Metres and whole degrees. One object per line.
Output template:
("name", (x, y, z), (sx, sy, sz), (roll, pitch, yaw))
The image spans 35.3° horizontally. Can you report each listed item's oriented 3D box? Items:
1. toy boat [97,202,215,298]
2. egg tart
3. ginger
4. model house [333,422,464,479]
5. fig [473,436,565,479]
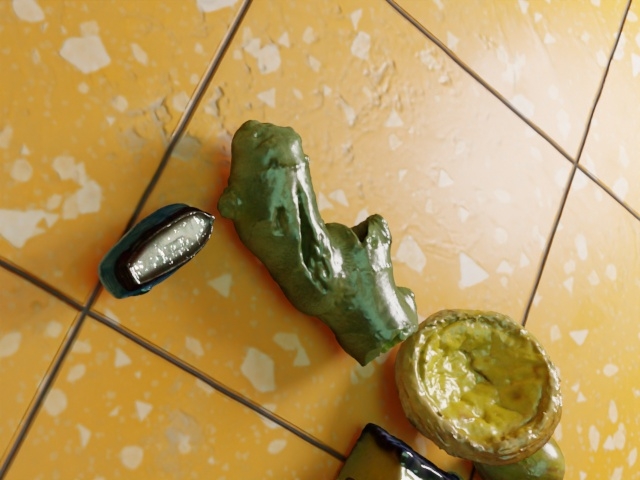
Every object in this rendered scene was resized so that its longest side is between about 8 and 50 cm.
("toy boat", (-0.154, 0.006, 0.940), (0.137, 0.061, 0.060), (-44, 116, -40))
("egg tart", (0.171, 0.165, 1.104), (0.191, 0.074, 0.191), (5, 58, -8))
("ginger", (0.002, 0.004, 1.037), (0.290, 0.089, 0.137), (43, 80, -17))
("model house", (0.083, 0.305, 1.036), (0.194, 0.170, 0.211), (36, 36, -18))
("fig", (0.193, 0.252, 1.149), (0.166, 0.093, 0.093), (5, 79, -3))
